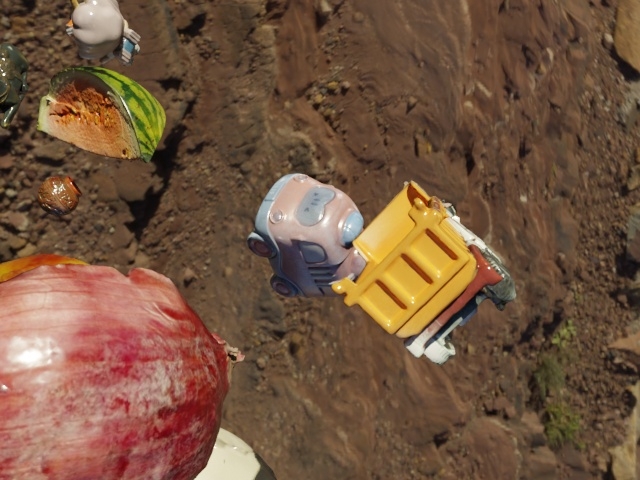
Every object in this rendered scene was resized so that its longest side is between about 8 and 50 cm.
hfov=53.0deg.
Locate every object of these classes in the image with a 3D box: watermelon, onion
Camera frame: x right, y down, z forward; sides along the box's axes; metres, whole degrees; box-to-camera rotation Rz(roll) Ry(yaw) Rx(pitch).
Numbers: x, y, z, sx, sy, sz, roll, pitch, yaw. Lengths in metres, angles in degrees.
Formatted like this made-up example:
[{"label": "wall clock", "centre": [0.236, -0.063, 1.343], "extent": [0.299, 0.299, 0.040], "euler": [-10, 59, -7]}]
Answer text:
[{"label": "watermelon", "centre": [-0.408, -0.261, 1.188], "extent": [0.303, 0.159, 0.128], "euler": [19, 154, 27]}, {"label": "onion", "centre": [-0.143, 0.133, 0.466], "extent": [0.120, 0.283, 0.227], "euler": [33, 117, 34]}]

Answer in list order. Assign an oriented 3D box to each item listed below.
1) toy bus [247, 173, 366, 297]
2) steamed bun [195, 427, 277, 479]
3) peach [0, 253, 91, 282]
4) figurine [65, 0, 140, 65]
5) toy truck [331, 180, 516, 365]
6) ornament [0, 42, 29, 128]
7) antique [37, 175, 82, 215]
[{"label": "toy bus", "centre": [0.000, 0.000, 1.419], "extent": [0.231, 0.197, 0.294], "euler": [7, 138, 30]}, {"label": "steamed bun", "centre": [-0.237, 0.493, 1.043], "extent": [0.373, 0.241, 0.375], "euler": [4, 113, 9]}, {"label": "peach", "centre": [-0.427, 0.209, 1.039], "extent": [0.353, 0.338, 0.417], "euler": [51, 157, 28]}, {"label": "figurine", "centre": [-0.450, -0.431, 1.336], "extent": [0.111, 0.229, 0.137], "euler": [34, 90, 17]}, {"label": "toy truck", "centre": [0.097, 0.022, 0.608], "extent": [0.135, 0.270, 0.114], "euler": [45, 102, 2]}, {"label": "ornament", "centre": [-0.612, -0.350, 1.170], "extent": [0.080, 0.202, 0.236], "euler": [-4, 149, 0]}, {"label": "antique", "centre": [-0.645, -0.108, 1.583], "extent": [0.103, 0.104, 0.104], "euler": [7, 116, 14]}]
